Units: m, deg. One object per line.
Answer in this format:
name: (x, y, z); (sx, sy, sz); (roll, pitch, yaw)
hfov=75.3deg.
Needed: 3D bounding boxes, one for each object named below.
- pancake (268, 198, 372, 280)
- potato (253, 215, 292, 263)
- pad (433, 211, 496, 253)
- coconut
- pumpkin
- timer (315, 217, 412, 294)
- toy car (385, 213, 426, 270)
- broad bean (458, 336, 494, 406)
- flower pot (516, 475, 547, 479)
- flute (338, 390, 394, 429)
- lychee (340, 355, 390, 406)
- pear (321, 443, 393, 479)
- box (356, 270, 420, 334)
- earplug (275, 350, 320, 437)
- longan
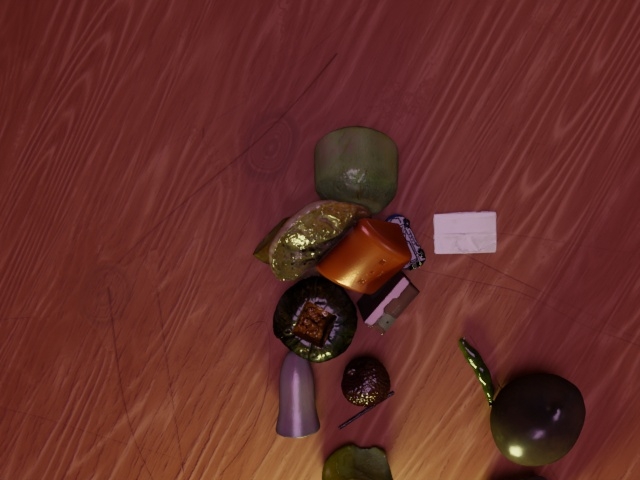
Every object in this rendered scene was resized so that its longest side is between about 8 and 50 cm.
pancake: (-0.001, 0.001, 1.393); (0.386, 0.387, 0.082); (-33, 58, 7)
potato: (-0.113, 0.004, 1.537); (0.297, 0.141, 0.176); (-23, 107, 5)
pad: (0.539, -0.029, 1.549); (0.231, 0.004, 0.157); (-2, 95, 5)
coconut: (0.123, -0.255, 1.432); (0.328, 0.281, 0.329); (-3, 69, 9)
pumpkin: (-0.014, 0.288, 1.529); (0.320, 0.192, 0.321); (0, 91, 3)
timer: (0.146, 0.050, 1.421); (0.257, 0.249, 0.161); (-47, 45, 28)
toy car: (0.309, 0.005, 1.543); (0.103, 0.063, 0.216); (-25, 84, 8)
broad bean: (0.605, 0.492, 1.568); (0.060, 0.043, 0.298); (-26, 93, 16)
flower pot: (0.759, 1.000, 1.513); (0.243, 0.265, 0.265); (-27, 92, -8)
flute: (0.181, 0.670, 1.634); (0.269, 0.014, 0.014); (-36, 91, 7)
lychee: (0.168, 0.526, 1.543); (0.194, 0.194, 0.195); (0, 95, 5)
pear: (0.141, 0.914, 1.527); (0.286, 0.282, 0.177); (3, 103, 4)
box: (0.238, 0.205, 1.491); (0.086, 0.215, 0.215); (38, 96, -8)
earplug: (-0.093, 0.567, 1.586); (0.172, 0.172, 0.302); (-3, 88, 5)
longan: (0.755, 0.619, 1.457); (0.288, 0.288, 0.350); (45, 88, 0)
